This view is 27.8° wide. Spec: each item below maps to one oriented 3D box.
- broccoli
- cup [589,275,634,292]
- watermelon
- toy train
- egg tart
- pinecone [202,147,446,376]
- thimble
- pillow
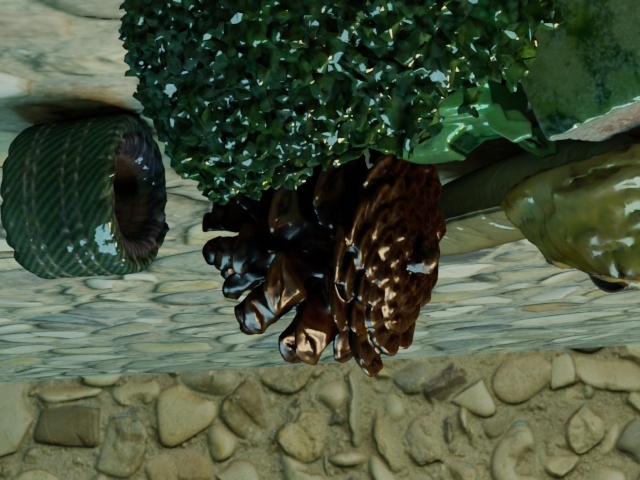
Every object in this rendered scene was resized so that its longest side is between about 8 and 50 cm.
[{"bbox_3d":[0.007,-0.115,0.562,0.194,0.194,0.220,9,125,-47],"label":"broccoli"},{"bbox_3d":[0.364,0.012,1.481,0.077,0.078,0.100,-2,139,-37],"label":"cup"},{"bbox_3d":[0.171,-0.105,0.785,0.121,0.098,0.158,-4,172,2],"label":"watermelon"},{"bbox_3d":[0.075,-0.087,0.860,0.149,0.081,0.099,-10,168,26],"label":"toy train"},{"bbox_3d":[0.243,-0.010,0.872,0.231,0.098,0.252,-9,167,24],"label":"egg tart"},{"bbox_3d":[0.000,0.000,0.998,0.207,0.208,0.208,-4,168,-1],"label":"pinecone"},{"bbox_3d":[-0.171,-0.032,0.952,0.090,0.119,0.135,-2,-175,13],"label":"thimble"},{"bbox_3d":[0.190,-0.044,1.075,0.302,0.075,0.185,-19,-179,45],"label":"pillow"}]
